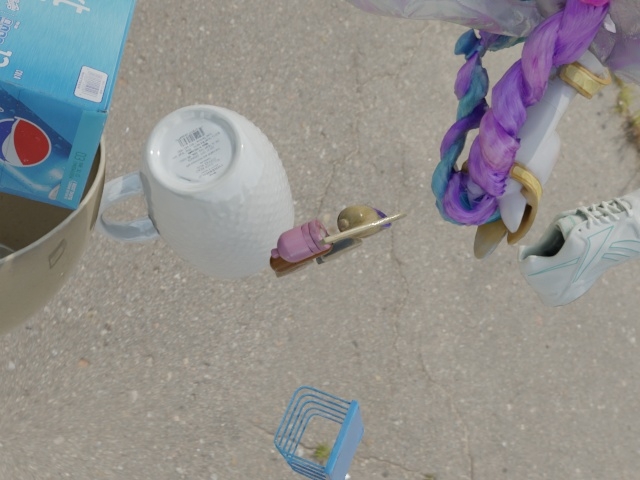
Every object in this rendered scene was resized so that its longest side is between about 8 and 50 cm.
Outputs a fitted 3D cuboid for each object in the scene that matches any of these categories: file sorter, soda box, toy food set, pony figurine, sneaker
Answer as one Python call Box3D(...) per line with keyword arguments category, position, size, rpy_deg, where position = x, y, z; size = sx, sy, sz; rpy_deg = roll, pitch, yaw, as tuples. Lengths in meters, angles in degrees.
Box3D(category="file sorter", position=(0.000, 0.326, 1.062), size=(0.105, 0.170, 0.118), rpy_deg=(17, 63, 16))
Box3D(category="soda box", position=(-0.146, -0.120, 0.368), size=(0.067, 0.071, 0.210), rpy_deg=(16, 43, -21))
Box3D(category="toy food set", position=(0.000, 0.000, 0.406), size=(0.078, 0.122, 0.019), rpy_deg=(-19, 83, -26))
Box3D(category="pony figurine", position=(0.175, -0.172, 0.423), size=(0.303, 0.351, 0.363), rpy_deg=(30, 89, 25))
Box3D(category="sneaker", position=(0.236, -0.006, 0.543), size=(0.061, 0.152, 0.053), rpy_deg=(43, 18, -22))

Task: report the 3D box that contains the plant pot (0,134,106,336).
Box3D(category="plant pot", position=(-0.336, -0.009, 0.576), size=(0.284, 0.191, 0.284), rpy_deg=(8, 45, -8))

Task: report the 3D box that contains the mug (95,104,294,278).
Box3D(category="mug", position=(-0.246, -0.086, 1.222), size=(0.374, 0.328, 0.276), rpy_deg=(-17, 71, -3))
